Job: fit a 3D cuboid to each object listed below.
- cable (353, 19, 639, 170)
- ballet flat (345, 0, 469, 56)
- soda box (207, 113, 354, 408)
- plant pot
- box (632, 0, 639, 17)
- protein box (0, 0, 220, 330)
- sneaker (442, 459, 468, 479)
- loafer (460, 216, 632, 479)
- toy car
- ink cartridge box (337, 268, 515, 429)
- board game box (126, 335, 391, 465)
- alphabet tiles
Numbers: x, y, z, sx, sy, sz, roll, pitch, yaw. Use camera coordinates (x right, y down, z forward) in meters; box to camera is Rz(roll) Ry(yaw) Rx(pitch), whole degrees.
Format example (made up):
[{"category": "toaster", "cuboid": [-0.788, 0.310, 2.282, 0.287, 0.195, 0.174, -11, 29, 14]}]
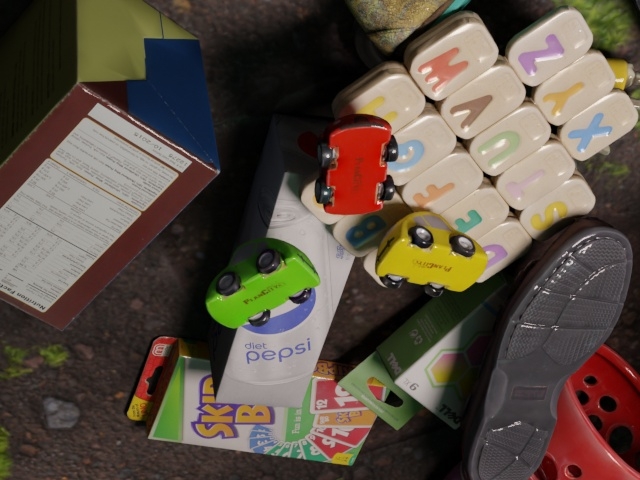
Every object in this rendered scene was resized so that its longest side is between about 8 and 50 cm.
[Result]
[{"category": "cable", "cuboid": [0.155, -0.135, 1.210, 0.287, 0.072, 0.139, 18, 132, -9]}, {"category": "ballet flat", "cuboid": [0.153, -0.287, 1.043, 0.348, 0.123, 0.123, -40, 125, 18]}, {"category": "soda box", "cuboid": [-0.032, 0.026, 1.262, 0.091, 0.098, 0.286, 7, 128, -16]}, {"category": "plant pot", "cuboid": [0.261, 0.221, 1.428, 0.191, 0.191, 0.174, 29, 127, -30]}, {"category": "box", "cuboid": [0.398, -0.217, 1.177, 0.220, 0.051, 0.175, -29, 129, 12]}, {"category": "protein box", "cuboid": [-0.203, -0.079, 1.073, 0.136, 0.200, 0.201, 33, 117, -31]}, {"category": "sneaker", "cuboid": [0.252, 0.343, 1.587, 0.282, 0.102, 0.161, 25, 125, -16]}, {"category": "loafer", "cuboid": [0.200, 0.100, 1.291, 0.109, 0.095, 0.303, 10, 117, -20]}, {"category": "toy car", "cuboid": [0.000, 0.000, 1.119, 0.225, 0.053, 0.239, -28, 136, 15]}, {"category": "ink cartridge box", "cuboid": [0.133, 0.122, 1.375, 0.209, 0.062, 0.109, -43, 126, 11]}, {"category": "board game box", "cuboid": [-0.066, 0.172, 1.418, 0.259, 0.039, 0.124, 12, 124, -17]}, {"category": "alphabet tiles", "cuboid": [0.132, -0.070, 1.147, 0.278, 0.021, 0.284, -33, 136, 11]}]
